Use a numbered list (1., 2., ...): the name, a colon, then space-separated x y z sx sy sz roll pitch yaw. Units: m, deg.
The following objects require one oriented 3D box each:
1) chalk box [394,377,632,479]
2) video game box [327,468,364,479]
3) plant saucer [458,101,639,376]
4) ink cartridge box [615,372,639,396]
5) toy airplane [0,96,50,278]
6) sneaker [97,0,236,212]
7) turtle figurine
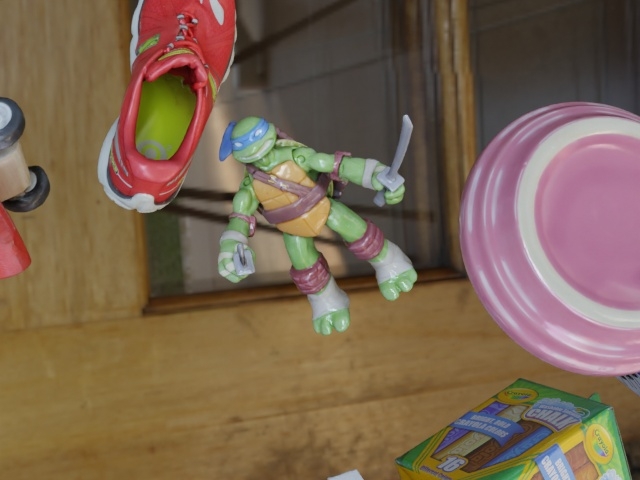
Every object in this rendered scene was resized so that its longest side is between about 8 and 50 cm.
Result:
1. chalk box: 0.277 0.302 1.417 0.179 0.289 0.180 12 125 60
2. video game box: 0.072 0.409 1.335 0.205 0.048 0.187 -130 28 -50
3. plant saucer: 0.328 -0.013 1.281 0.084 0.332 0.332 129 132 -69
4. ink cartridge box: 0.539 0.204 1.886 0.097 0.046 0.207 40 169 18
5. toy airplane: -0.516 -0.084 1.183 0.386 0.272 0.384 50 152 -23
6. sneaker: -0.129 -0.161 1.046 0.118 0.107 0.279 144 138 -66
7. turtle figurine: 0.000 0.000 1.201 0.275 0.198 0.266 18 153 47
